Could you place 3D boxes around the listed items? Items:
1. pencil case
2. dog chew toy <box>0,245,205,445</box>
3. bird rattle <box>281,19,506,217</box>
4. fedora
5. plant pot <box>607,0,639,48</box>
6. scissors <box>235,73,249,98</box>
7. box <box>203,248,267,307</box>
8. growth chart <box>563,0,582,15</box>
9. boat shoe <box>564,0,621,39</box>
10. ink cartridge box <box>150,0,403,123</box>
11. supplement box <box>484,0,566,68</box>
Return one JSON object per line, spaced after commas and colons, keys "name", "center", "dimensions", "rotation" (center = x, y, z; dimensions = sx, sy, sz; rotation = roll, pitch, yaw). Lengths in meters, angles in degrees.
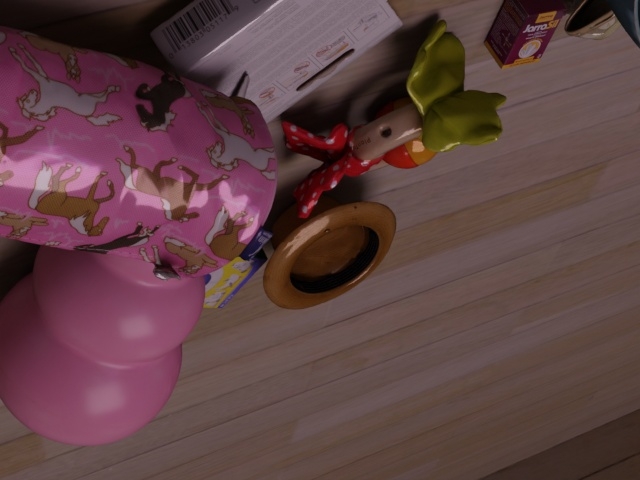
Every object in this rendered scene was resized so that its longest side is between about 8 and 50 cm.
{"name": "pencil case", "center": [-0.222, -0.071, 0.909], "dimensions": [0.386, 0.167, 0.160], "rotation": [12, 150, -37]}
{"name": "dog chew toy", "center": [-0.213, 0.058, 1.175], "dimensions": [0.206, 0.207, 0.332], "rotation": [-1, 134, -43]}
{"name": "bird rattle", "center": [0.085, -0.109, 1.249], "dimensions": [0.253, 0.143, 0.207], "rotation": [-35, 169, 18]}
{"name": "fedora", "center": [0.000, 0.000, 1.387], "dimensions": [0.194, 0.079, 0.194], "rotation": [-25, 148, -17]}
{"name": "plant pot", "center": [0.347, -0.321, 1.019], "dimensions": [0.290, 0.195, 0.290], "rotation": [-19, 139, -17]}
{"name": "scissors", "center": [-0.115, -0.077, 1.166], "dimensions": [0.109, 0.021, 0.297], "rotation": [-23, 163, -11]}
{"name": "box", "center": [-0.159, 0.034, 1.345], "dimensions": [0.179, 0.043, 0.105], "rotation": [6, 137, -47]}
{"name": "growth chart", "center": [0.338, -0.329, 1.218], "dimensions": [0.171, 0.021, 0.237], "rotation": [-14, 149, -25]}
{"name": "boat shoe", "center": [0.323, -0.274, 1.217], "dimensions": [0.048, 0.056, 0.153], "rotation": [-9, 154, -39]}
{"name": "ink cartridge box", "center": [-0.032, -0.200, 1.071], "dimensions": [0.189, 0.066, 0.232], "rotation": [-34, 171, 10]}
{"name": "supplement box", "center": [0.224, -0.234, 1.245], "dimensions": [0.055, 0.043, 0.083], "rotation": [-14, 149, -24]}
